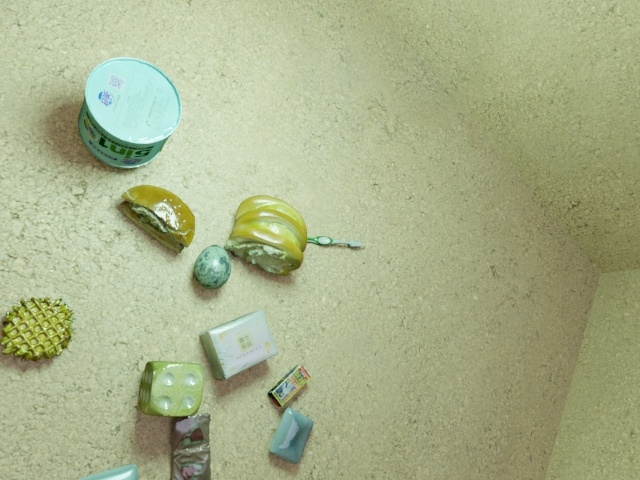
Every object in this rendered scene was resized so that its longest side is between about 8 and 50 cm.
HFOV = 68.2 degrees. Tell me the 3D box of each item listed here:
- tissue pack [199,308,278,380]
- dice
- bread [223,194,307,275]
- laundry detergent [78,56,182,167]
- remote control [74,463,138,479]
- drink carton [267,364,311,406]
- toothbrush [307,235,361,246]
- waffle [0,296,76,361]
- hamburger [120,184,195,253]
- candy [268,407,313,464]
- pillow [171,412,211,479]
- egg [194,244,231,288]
[{"bbox_3d":[-0.296,0.380,1.734,0.225,0.124,0.185,-19,88,-34],"label":"tissue pack"},{"bbox_3d":[-0.492,0.486,1.560,0.169,0.169,0.166,13,72,-30],"label":"dice"},{"bbox_3d":[-0.186,-0.026,1.837,0.316,0.211,0.270,29,65,-19],"label":"bread"},{"bbox_3d":[-0.646,-0.406,1.585,0.287,0.305,0.287,8,75,-30],"label":"laundry detergent"},{"bbox_3d":[-0.704,0.773,1.433,0.293,0.051,0.103,-4,81,-32],"label":"remote control"},{"bbox_3d":[-0.122,0.565,1.844,0.166,0.056,0.071,-37,91,-33],"label":"drink carton"},{"bbox_3d":[0.003,-0.001,2.059,0.418,0.040,0.042,6,80,-31],"label":"toothbrush"},{"bbox_3d":[-0.856,0.270,1.443,0.197,0.070,0.193,6,76,-34],"label":"waffle"},{"bbox_3d":[-0.555,-0.099,1.670,0.283,0.144,0.156,42,60,-15],"label":"hamburger"},{"bbox_3d":[-0.108,0.744,1.800,0.138,0.071,0.174,35,62,-20],"label":"candy"},{"bbox_3d":[-0.441,0.720,1.612,0.135,0.049,0.248,1,82,-31],"label":"pillow"},{"bbox_3d":[-0.394,0.095,1.734,0.132,0.132,0.172,17,59,-28],"label":"egg"}]
